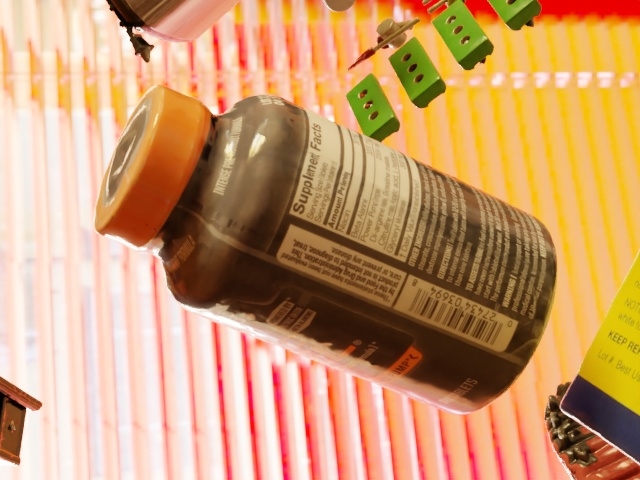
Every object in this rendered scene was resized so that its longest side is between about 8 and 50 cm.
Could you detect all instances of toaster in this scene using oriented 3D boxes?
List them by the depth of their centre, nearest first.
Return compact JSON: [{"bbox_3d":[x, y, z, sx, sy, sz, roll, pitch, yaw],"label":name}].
[{"bbox_3d":[-0.126,-0.236,0.891,0.186,0.110,0.168,53,11,0],"label":"toaster"}]

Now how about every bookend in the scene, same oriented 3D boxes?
[{"bbox_3d":[-0.371,0.234,1.270,0.156,0.072,0.157,74,19,-69],"label":"bookend"}]

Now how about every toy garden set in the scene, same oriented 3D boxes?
[{"bbox_3d":[0.137,-0.235,1.397,0.244,0.049,0.204,-39,-145,14],"label":"toy garden set"}]

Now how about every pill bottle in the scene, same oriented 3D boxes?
[{"bbox_3d":[0.000,0.000,0.660,0.130,0.245,0.130,-52,-156,35],"label":"pill bottle"}]

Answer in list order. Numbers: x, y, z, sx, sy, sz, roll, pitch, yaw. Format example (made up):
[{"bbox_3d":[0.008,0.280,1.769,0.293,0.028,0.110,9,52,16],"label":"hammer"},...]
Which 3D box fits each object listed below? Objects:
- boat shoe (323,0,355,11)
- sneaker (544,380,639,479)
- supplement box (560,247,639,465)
[{"bbox_3d":[0.018,-0.309,1.211,0.040,0.049,0.142,-144,-128,-64],"label":"boat shoe"},{"bbox_3d":[0.334,0.279,1.317,0.276,0.097,0.135,-119,-171,-51],"label":"sneaker"},{"bbox_3d":[0.328,0.002,0.642,0.357,0.195,0.194,-64,-157,5],"label":"supplement box"}]
